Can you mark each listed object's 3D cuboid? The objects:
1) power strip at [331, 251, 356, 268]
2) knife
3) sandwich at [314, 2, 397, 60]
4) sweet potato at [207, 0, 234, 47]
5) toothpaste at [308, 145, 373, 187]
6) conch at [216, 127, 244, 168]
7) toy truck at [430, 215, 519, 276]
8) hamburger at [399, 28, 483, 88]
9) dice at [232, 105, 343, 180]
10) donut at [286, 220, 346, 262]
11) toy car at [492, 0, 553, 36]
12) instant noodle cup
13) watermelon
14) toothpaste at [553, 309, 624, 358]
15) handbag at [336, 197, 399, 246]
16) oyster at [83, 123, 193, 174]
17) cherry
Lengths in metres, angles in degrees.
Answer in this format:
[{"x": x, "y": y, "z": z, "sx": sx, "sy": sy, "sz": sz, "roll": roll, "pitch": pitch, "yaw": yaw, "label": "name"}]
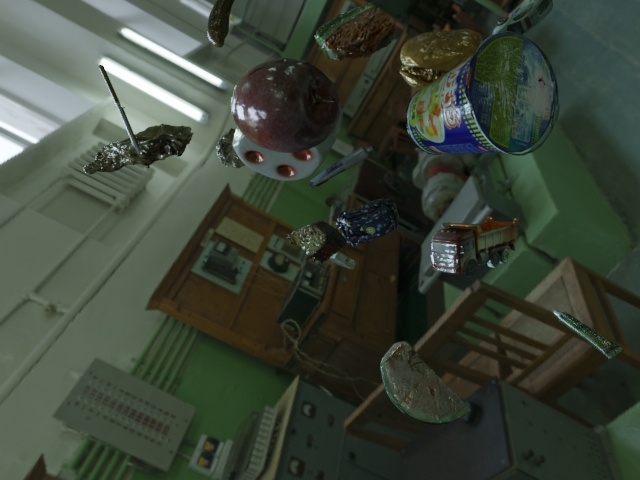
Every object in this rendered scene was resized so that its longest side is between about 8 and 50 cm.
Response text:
[{"x": 0.089, "y": 0.087, "z": 2.327, "sx": 0.043, "sy": 0.106, "sz": 0.367, "roll": -60, "pitch": 6, "yaw": -4, "label": "power strip"}, {"x": -0.564, "y": -0.371, "z": 1.403, "sx": 0.022, "sy": 0.256, "sz": 0.046, "roll": -23, "pitch": 20, "yaw": -12, "label": "knife"}, {"x": 0.098, "y": -0.533, "z": 1.313, "sx": 0.184, "sy": 0.160, "sz": 0.109, "roll": -30, "pitch": -34, "yaw": -2, "label": "sandwich"}, {"x": -0.238, "y": -0.542, "z": 1.185, "sx": 0.054, "sy": 0.053, "sz": 0.182, "roll": 113, "pitch": 168, "yaw": -78, "label": "sweet potato"}, {"x": 0.047, "y": -0.172, "z": 1.147, "sx": 0.169, "sy": 0.028, "sz": 0.045, "roll": -30, "pitch": 30, "yaw": 5, "label": "toothpaste"}, {"x": -0.416, "y": -0.435, "z": 2.343, "sx": 0.245, "sy": 0.162, "sz": 0.179, "roll": 14, "pitch": 92, "yaw": 65, "label": "conch"}, {"x": 0.410, "y": 0.007, "z": 1.304, "sx": 0.114, "sy": 0.270, "sz": 0.135, "roll": 6, "pitch": 106, "yaw": 53, "label": "toy truck"}, {"x": 0.432, "y": -0.657, "z": 1.768, "sx": 0.319, "sy": 0.318, "sz": 0.158, "roll": -72, "pitch": -22, "yaw": -50, "label": "hamburger"}, {"x": -0.100, "y": -0.346, "z": 1.516, "sx": 0.251, "sy": 0.259, "sz": 0.243, "roll": -37, "pitch": 36, "yaw": 50, "label": "dice"}, {"x": -0.006, "y": -0.009, "z": 1.756, "sx": 0.126, "sy": 0.187, "sz": 0.144, "roll": -27, "pitch": 27, "yaw": 30, "label": "donut"}, {"x": 0.627, "y": -0.683, "z": 1.528, "sx": 0.205, "sy": 0.095, "sz": 0.056, "roll": -42, "pitch": 43, "yaw": 10, "label": "toy car"}, {"x": 0.380, "y": -0.336, "z": 1.257, "sx": 0.284, "sy": 0.284, "sz": 0.312, "roll": -64, "pitch": 22, "yaw": -10, "label": "instant noodle cup"}, {"x": 0.329, "y": 0.478, "z": 1.607, "sx": 0.180, "sy": 0.305, "sz": 0.224, "roll": -50, "pitch": -7, "yaw": 33, "label": "watermelon"}, {"x": 0.707, "y": 0.244, "z": 1.321, "sx": 0.049, "sy": 0.032, "sz": 0.204, "roll": -23, "pitch": 32, "yaw": -12, "label": "toothpaste"}, {"x": 0.199, "y": -0.079, "z": 2.064, "sx": 0.260, "sy": 0.162, "sz": 0.113, "roll": -19, "pitch": 26, "yaw": 11, "label": "handbag"}, {"x": -0.566, "y": -0.304, "z": 1.600, "sx": 0.395, "sy": 0.111, "sz": 0.204, "roll": -9, "pitch": 28, "yaw": 21, "label": "oyster"}, {"x": -0.095, "y": -0.328, "z": 1.204, "sx": 0.261, "sy": 0.307, "sz": 0.221, "roll": -8, "pitch": -71, "yaw": -51, "label": "cherry"}]
